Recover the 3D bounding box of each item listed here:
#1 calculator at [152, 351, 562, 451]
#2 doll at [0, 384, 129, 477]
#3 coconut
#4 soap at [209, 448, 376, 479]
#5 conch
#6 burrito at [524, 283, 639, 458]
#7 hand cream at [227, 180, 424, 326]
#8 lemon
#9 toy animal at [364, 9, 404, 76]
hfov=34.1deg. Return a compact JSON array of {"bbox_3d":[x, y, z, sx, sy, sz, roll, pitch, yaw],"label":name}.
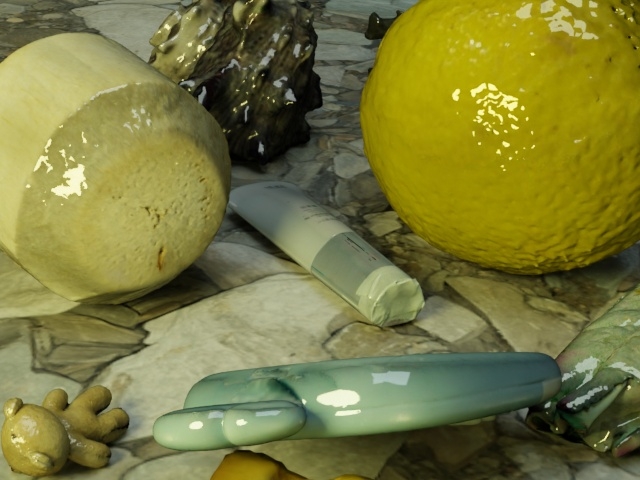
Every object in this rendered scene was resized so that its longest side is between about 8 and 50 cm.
[{"bbox_3d":[0.030,0.092,0.620,0.188,0.042,0.302,-9,-10,35],"label":"calculator"},{"bbox_3d":[-0.158,0.118,0.660,0.093,0.051,0.061,-27,68,-42],"label":"doll"},{"bbox_3d":[-0.191,-0.062,0.856,0.202,0.202,0.222,-16,36,-35],"label":"coconut"},{"bbox_3d":[-0.002,0.225,0.419,0.204,0.096,0.324,11,27,13],"label":"soap"},{"bbox_3d":[-0.115,-0.203,1.188,0.240,0.186,0.313,-22,46,7],"label":"conch"},{"bbox_3d":[0.255,0.074,0.794,0.096,0.066,0.309,12,26,36],"label":"burrito"},{"bbox_3d":[0.000,0.000,0.928,0.079,0.048,0.255,-5,25,-30],"label":"hand cream"},{"bbox_3d":[0.174,-0.103,0.923,0.322,0.268,0.268,-3,17,38],"label":"lemon"},{"bbox_3d":[0.135,-0.236,1.370,0.146,0.114,0.245,-10,51,-14],"label":"toy animal"}]
